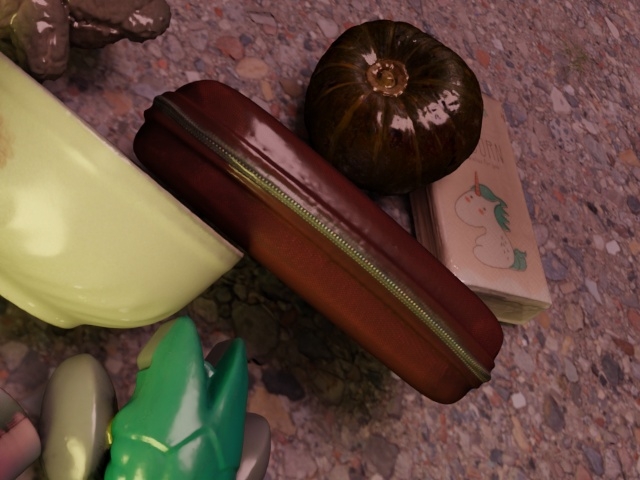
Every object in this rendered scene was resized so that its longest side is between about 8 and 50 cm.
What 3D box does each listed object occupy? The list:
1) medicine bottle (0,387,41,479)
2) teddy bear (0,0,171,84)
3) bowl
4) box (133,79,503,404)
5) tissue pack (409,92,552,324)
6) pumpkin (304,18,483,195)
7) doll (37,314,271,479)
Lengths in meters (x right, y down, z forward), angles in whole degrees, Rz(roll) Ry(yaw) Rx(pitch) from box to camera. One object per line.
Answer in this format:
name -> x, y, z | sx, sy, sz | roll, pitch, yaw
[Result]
medicine bottle -> -0.287, 0.182, 0.593 | 0.119, 0.094, 0.188 | 48, 45, -2
teddy bear -> -0.285, -0.253, 0.822 | 0.267, 0.151, 0.236 | -11, 63, -44
bowl -> -0.209, -0.025, 0.701 | 0.277, 0.277, 0.145 | 39, 88, -12
box -> 0.000, 0.000, 0.827 | 0.404, 0.263, 0.108 | 40, 86, -18
tissue pack -> 0.191, -0.060, 1.132 | 0.170, 0.071, 0.326 | 11, 57, -29
pumpkin -> 0.085, -0.148, 1.041 | 0.218, 0.162, 0.219 | 2, 62, -3
doll -> -0.146, 0.184, 0.680 | 0.195, 0.153, 0.258 | 54, 51, -17
